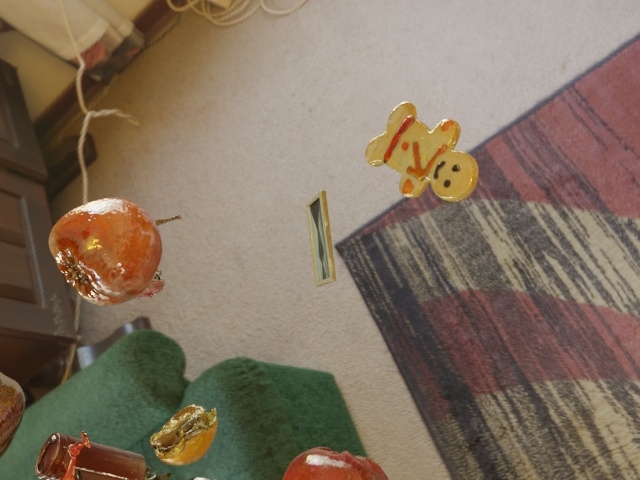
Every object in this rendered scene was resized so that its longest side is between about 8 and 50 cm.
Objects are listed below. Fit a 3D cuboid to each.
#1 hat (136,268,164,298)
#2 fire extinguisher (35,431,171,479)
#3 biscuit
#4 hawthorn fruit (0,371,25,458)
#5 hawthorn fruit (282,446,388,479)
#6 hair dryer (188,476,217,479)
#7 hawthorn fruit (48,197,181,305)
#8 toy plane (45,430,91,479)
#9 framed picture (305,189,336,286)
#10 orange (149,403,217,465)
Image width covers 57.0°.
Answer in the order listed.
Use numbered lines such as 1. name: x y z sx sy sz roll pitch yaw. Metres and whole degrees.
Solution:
1. hat: -0.523 0.104 1.603 0.236 0.286 0.107 9 81 13
2. fire extinguisher: -0.465 0.497 1.285 0.105 0.269 0.105 -31 42 33
3. biscuit: 0.179 -0.149 1.025 0.234 0.030 0.153 47 114 38
4. hawthorn fruit: -0.790 0.395 1.249 0.268 0.268 0.301 -40 19 15
5. hawthorn fruit: 0.020 0.652 1.450 0.275 0.275 0.300 20 56 35
6. hair dryer: -0.102 0.413 0.791 0.071 0.219 0.124 -31 33 43
7. hawthorn fruit: -0.466 0.006 1.296 0.231 0.235 0.263 11 73 -1
8. toy plane: -0.474 0.464 1.117 0.126 0.077 0.194 54 125 28
9. framed picture: 0.000 0.000 1.350 0.015 0.150 0.203 -5 83 -15
10. orange: -0.314 0.464 1.389 0.160 0.170 0.112 -11 97 60
